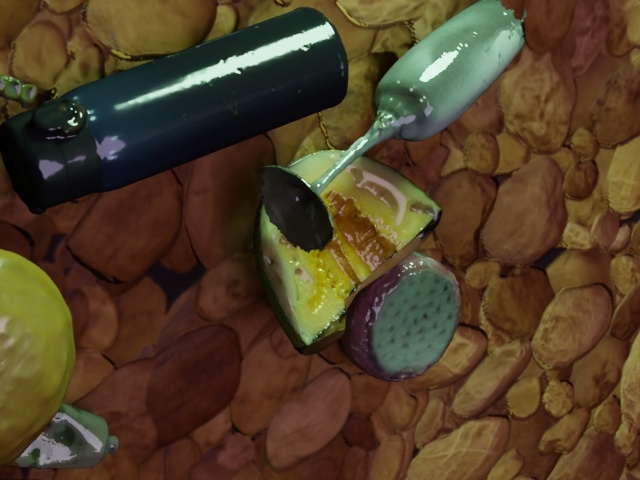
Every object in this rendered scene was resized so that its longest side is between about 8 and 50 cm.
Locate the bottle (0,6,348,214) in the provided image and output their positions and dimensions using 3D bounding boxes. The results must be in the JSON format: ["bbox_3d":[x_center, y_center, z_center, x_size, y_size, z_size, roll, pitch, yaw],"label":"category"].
[{"bbox_3d":[-0.095,-0.088,1.310,0.244,0.072,0.082,-24,151,-28],"label":"bottle"}]

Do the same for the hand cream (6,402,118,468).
[{"bbox_3d":[-0.211,0.127,1.346,0.165,0.037,0.057,13,100,-35],"label":"hand cream"}]

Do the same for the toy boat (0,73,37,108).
[{"bbox_3d":[-0.219,-0.105,1.177,0.063,0.115,0.016,13,101,-41],"label":"toy boat"}]

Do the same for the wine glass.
[{"bbox_3d":[0.059,-0.091,1.409,0.262,0.074,0.074,-43,131,-35],"label":"wine glass"}]

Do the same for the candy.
[{"bbox_3d":[0.060,0.057,1.517,0.103,0.043,0.103,-18,121,-31],"label":"candy"}]

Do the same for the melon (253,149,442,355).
[{"bbox_3d":[0.000,0.000,1.430,0.160,0.079,0.128,-43,105,-30],"label":"melon"}]

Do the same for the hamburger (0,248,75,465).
[{"bbox_3d":[-0.234,0.070,1.239,0.162,0.115,0.162,-12,113,-30],"label":"hamburger"}]
